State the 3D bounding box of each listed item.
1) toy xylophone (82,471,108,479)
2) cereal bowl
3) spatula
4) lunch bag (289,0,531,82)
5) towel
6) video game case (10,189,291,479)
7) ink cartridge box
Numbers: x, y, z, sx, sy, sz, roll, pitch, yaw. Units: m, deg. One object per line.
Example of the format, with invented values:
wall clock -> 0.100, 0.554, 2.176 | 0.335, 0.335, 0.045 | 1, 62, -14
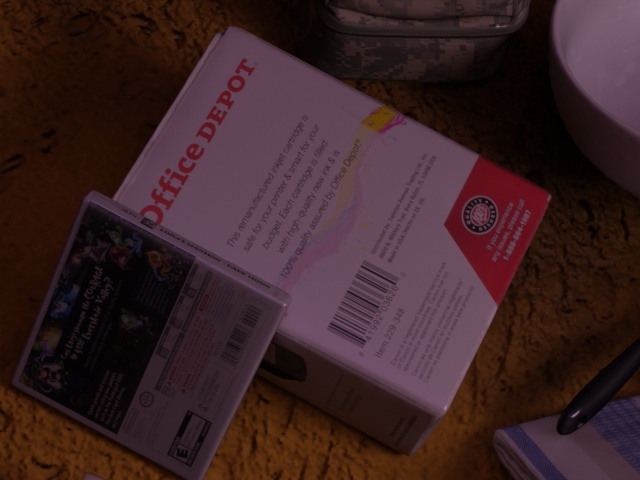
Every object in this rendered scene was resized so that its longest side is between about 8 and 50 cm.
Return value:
toy xylophone -> -0.108, 0.310, 1.211 | 0.322, 0.081, 0.236 | 18, 65, -2
cereal bowl -> 0.363, -0.131, 1.428 | 0.339, 0.141, 0.339 | -1, 46, 1
spatula -> 0.301, 0.077, 1.378 | 0.296, 0.084, 0.030 | -33, 56, -23
lunch bag -> 0.081, -0.322, 1.425 | 0.212, 0.256, 0.305 | 2, 66, -9
towel -> 0.300, 0.177, 1.305 | 0.285, 0.209, 0.034 | -11, 114, -15
video game case -> -0.134, 0.077, 1.264 | 0.173, 0.190, 0.022 | 28, 30, 3
ink cartridge box -> 0.000, 0.000, 1.339 | 0.306, 0.131, 0.226 | 28, 66, 5
